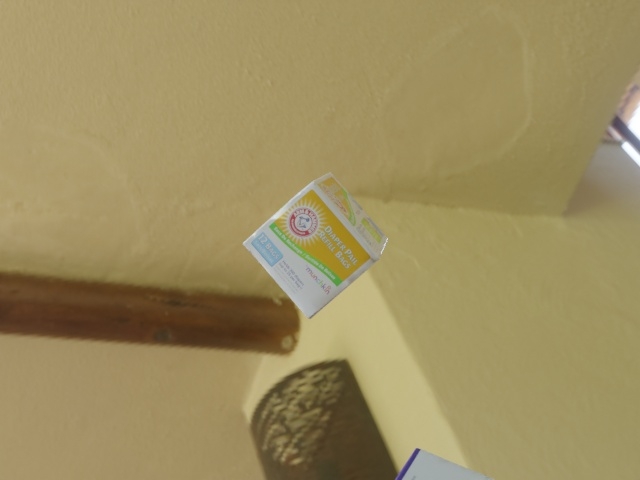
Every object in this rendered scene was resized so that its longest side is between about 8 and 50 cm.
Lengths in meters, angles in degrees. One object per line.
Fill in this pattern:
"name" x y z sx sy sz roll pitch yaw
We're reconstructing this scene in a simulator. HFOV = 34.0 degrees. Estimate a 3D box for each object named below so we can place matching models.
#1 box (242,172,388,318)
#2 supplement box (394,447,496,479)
"box" 0.000 0.000 1.194 0.103 0.203 0.114 -41 -88 9
"supplement box" 0.127 0.381 1.253 0.114 0.111 0.220 20 -58 19
